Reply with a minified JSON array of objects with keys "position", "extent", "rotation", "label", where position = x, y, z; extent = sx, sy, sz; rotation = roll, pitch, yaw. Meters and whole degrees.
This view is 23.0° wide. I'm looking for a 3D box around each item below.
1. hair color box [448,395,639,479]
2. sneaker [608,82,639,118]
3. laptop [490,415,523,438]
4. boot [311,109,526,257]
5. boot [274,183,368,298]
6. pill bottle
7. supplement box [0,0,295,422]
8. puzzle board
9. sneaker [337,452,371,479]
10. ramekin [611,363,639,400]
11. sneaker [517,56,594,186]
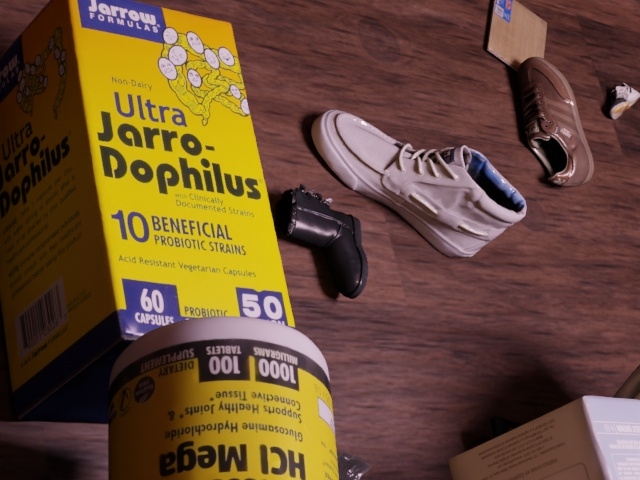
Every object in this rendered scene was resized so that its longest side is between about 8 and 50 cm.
[{"position":[0.270,0.358,1.520],"extent":[0.113,0.185,0.374],"rotation":[10,58,-44],"label":"hair color box"},{"position":[0.426,-0.201,2.253],"extent":[0.037,0.032,0.083],"rotation":[44,36,9],"label":"sneaker"},{"position":[0.333,0.307,1.753],"extent":[0.264,0.136,0.234],"rotation":[23,48,-49],"label":"laptop"},{"position":[0.121,-0.088,1.833],"extent":[0.258,0.123,0.095],"rotation":[35,45,-20],"label":"boot"},{"position":[0.000,0.000,1.728],"extent":[0.099,0.045,0.121],"rotation":[25,43,-31],"label":"boot"},{"position":[-0.073,0.243,1.240],"extent":[0.188,0.188,0.334],"rotation":[19,49,-32],"label":"pill bottle"},{"position":[-0.179,-0.026,1.473],"extent":[0.194,0.195,0.356],"rotation":[8,59,-39],"label":"supplement box"},{"position":[0.271,-0.282,2.178],"extent":[0.096,0.011,0.128],"rotation":[31,46,-22],"label":"puzzle board"},{"position":[-0.010,0.267,1.540],"extent":[0.089,0.051,0.170],"rotation":[34,42,-14],"label":"sneaker"},{"position":[0.400,0.184,1.688],"extent":[0.135,0.277,0.277],"rotation":[41,42,7],"label":"ramekin"},{"position":[0.301,-0.159,2.084],"extent":[0.071,0.066,0.188],"rotation":[-10,70,-44],"label":"sneaker"}]
